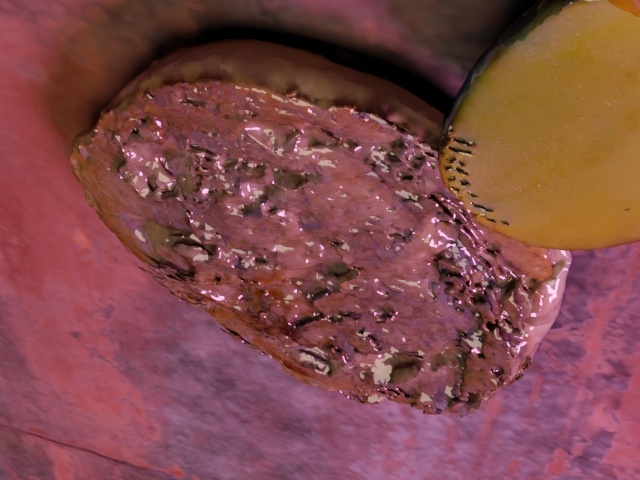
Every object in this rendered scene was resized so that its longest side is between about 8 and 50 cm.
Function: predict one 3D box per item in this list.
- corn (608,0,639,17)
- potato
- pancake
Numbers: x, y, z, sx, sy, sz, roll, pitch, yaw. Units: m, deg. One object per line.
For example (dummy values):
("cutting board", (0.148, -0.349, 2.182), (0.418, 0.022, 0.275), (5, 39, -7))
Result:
("corn", (0.207, -0.101, 0.492), (0.305, 0.106, 0.106), (8, 149, 17))
("potato", (0.121, -0.063, 0.671), (0.119, 0.054, 0.198), (23, 147, -3))
("pancake", (-0.001, 0.001, 0.860), (0.282, 0.049, 0.282), (16, 150, 9))
